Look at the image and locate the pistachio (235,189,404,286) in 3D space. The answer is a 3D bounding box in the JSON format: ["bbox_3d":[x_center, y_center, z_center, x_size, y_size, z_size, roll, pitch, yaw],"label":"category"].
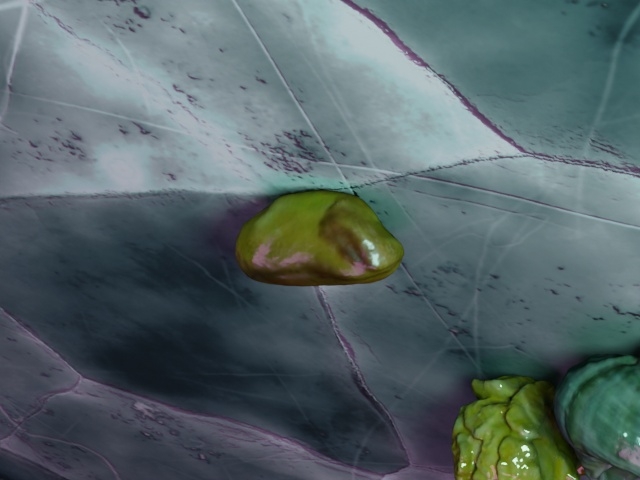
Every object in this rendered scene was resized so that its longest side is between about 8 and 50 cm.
[{"bbox_3d":[0.003,0.001,2.046,0.189,0.100,0.110,-3,166,19],"label":"pistachio"}]

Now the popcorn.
[{"bbox_3d":[0.252,0.254,2.236,0.173,0.168,0.195,-34,133,24],"label":"popcorn"}]

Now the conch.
[{"bbox_3d":[0.366,0.197,2.086,0.220,0.195,0.277,12,131,-28],"label":"conch"}]
